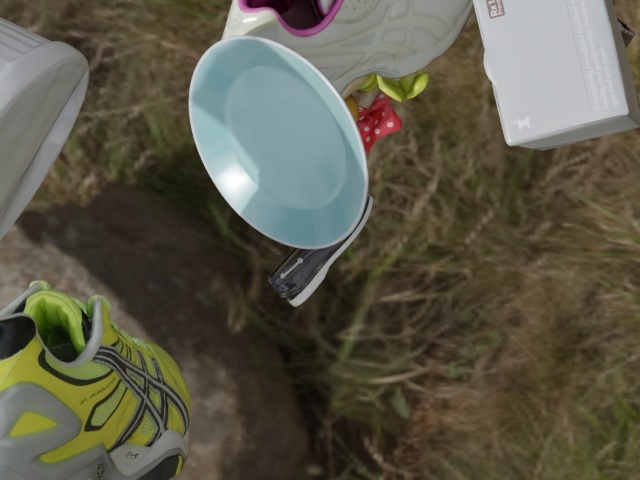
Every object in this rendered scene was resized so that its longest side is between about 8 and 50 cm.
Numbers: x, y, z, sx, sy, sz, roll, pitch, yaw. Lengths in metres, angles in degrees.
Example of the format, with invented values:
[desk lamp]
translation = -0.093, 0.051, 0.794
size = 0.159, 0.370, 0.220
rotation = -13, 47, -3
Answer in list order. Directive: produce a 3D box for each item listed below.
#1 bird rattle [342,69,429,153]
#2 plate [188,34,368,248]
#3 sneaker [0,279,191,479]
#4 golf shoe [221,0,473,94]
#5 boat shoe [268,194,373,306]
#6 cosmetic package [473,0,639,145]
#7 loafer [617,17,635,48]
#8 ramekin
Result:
[bird rattle]
translation = 0.025, -0.186, 1.771
size = 0.143, 0.207, 0.253
rotation = 51, 152, 6
[plate]
translation = -0.031, -0.081, 1.072
size = 0.188, 0.024, 0.188
rotation = 25, 131, 31
[sneaker]
translation = -0.176, 0.107, 1.003
size = 0.145, 0.384, 0.147
rotation = 12, 95, 7
[golf shoe]
translation = 0.034, -0.209, 1.180
size = 0.115, 0.306, 0.140
rotation = 37, 145, 28
[boat shoe]
translation = 0.000, 0.000, 1.184
size = 0.125, 0.038, 0.046
rotation = -52, 16, -13
[cosmetic package]
translation = 0.199, -0.144, 1.086
size = 0.107, 0.238, 0.127
rotation = -13, 91, 13
[loafer]
translation = 0.239, -0.336, 1.505
size = 0.130, 0.134, 0.366
rotation = -32, 85, 25
[ramekin]
translation = -0.334, -0.087, 1.188
size = 0.127, 0.273, 0.273
rotation = 33, 106, 2
